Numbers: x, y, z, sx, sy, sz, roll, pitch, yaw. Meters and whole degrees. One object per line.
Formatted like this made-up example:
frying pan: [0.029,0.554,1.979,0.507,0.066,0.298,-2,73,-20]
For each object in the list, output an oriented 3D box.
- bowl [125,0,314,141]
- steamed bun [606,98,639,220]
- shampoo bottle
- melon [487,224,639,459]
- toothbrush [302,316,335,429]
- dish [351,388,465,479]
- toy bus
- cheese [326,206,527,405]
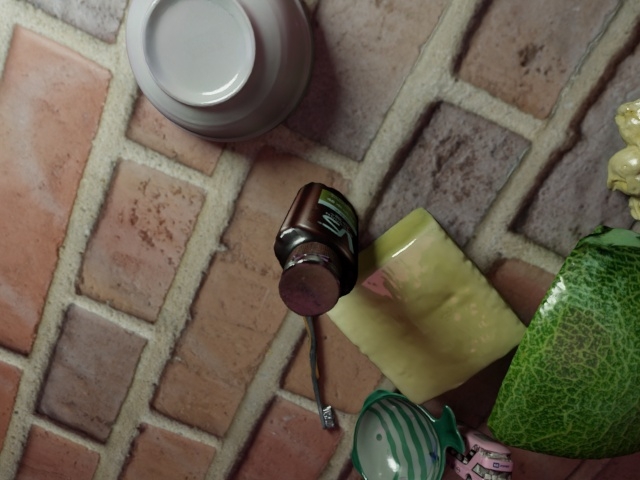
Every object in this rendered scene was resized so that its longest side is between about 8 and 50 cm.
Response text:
bowl: [-0.156,-0.281,0.706,0.287,0.143,0.286,1,110,4]
steamed bun: [0.594,-0.121,0.703,0.293,0.137,0.295,-5,107,4]
shampoo bottle: [0.000,0.000,0.695,0.129,0.323,0.084,42,107,-9]
melon: [0.444,0.164,0.785,0.332,0.226,0.343,0,120,8]
toothbrush: [-0.010,0.238,0.941,0.031,0.023,0.320,-11,109,1]
dish: [0.174,0.388,0.919,0.246,0.224,0.078,-34,148,32]
toy bus: [0.269,0.388,0.876,0.063,0.203,0.090,13,84,-11]
cheese: [0.171,0.118,0.832,0.243,0.124,0.265,-40,102,13]
